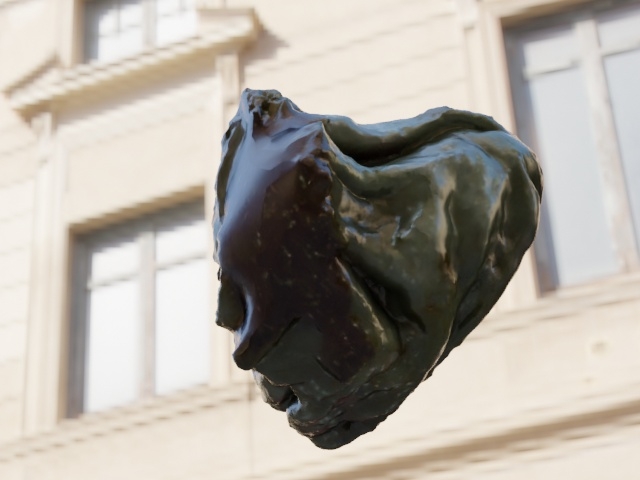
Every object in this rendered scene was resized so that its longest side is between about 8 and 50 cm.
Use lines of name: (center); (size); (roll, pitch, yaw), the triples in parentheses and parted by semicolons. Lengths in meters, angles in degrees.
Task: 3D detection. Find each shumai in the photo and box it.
shumai: (-0.003, 0.000, 0.836); (0.142, 0.184, 0.184); (38, -50, -19)
